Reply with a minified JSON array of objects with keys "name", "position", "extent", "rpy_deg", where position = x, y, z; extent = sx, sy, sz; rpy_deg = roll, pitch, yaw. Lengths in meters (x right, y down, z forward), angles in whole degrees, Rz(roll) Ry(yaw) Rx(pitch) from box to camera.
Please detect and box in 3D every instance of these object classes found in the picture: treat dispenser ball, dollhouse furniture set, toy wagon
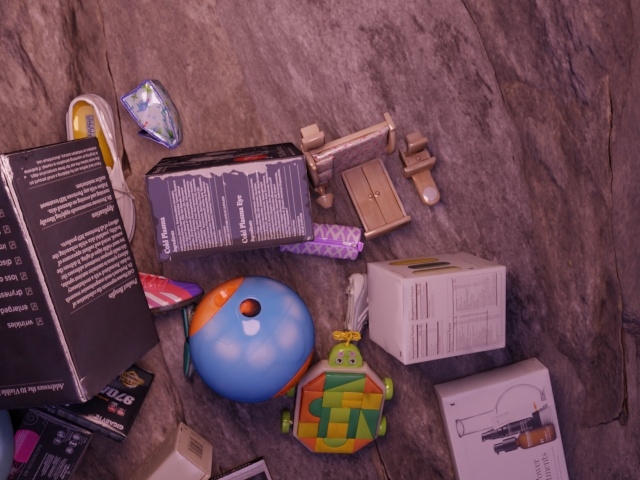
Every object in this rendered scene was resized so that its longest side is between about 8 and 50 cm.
[{"name":"treat dispenser ball","position":[-0.155,0.224,1.559],"extent":[0.288,0.288,0.288],"rpy_deg":[-1,101,-6]},{"name":"dollhouse furniture set","position":[0.134,-0.145,1.467],"extent":[0.303,0.355,0.174],"rpy_deg":[-22,75,-3]},{"name":"toy wagon","position":[0.044,0.382,1.693],"extent":[0.267,0.068,0.345],"rpy_deg":[4,117,-7]}]

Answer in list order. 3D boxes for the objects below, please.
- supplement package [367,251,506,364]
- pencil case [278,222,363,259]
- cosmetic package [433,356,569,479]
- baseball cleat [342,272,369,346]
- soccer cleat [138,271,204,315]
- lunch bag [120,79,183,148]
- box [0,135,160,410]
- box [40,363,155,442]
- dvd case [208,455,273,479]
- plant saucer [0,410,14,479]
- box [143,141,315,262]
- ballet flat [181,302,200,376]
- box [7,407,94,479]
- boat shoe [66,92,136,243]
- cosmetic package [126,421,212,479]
[{"name":"supplement package","position":[0.270,0.150,1.611],"extent":[0.262,0.199,0.198],"rpy_deg":[-6,101,-19]},{"name":"pencil case","position":[0.000,0.000,1.636],"extent":[0.206,0.088,0.086],"rpy_deg":[5,107,-6]},{"name":"cosmetic package","position":[0.477,0.526,1.787],"extent":[0.284,0.097,0.377],"rpy_deg":[-15,102,0]},{"name":"baseball cleat","position":[0.110,0.183,1.693],"extent":[0.109,0.072,0.206],"rpy_deg":[1,104,-13]},{"name":"soccer cleat","position":[-0.436,0.117,1.605],"extent":[0.318,0.108,0.117],"rpy_deg":[-7,98,-2]},{"name":"lunch bag","position":[-0.362,-0.275,1.522],"extent":[0.096,0.129,0.151],"rpy_deg":[-35,104,6]},{"name":"box","position":[-0.657,0.076,1.398],"extent":[0.479,0.297,0.472],"rpy_deg":[-9,102,20]},{"name":"box","position":[-0.525,0.349,1.607],"extent":[0.220,0.175,0.051],"rpy_deg":[28,136,-11]},{"name":"dvd case","position":[-0.190,0.699,1.768],"extent":[0.179,0.029,0.239],"rpy_deg":[-21,101,-10]},{"name":"plant saucer","position":[-0.844,0.467,1.578],"extent":[0.317,0.043,0.318],"rpy_deg":[-2,86,20]},{"name":"box","position":[-0.190,-0.095,1.466],"extent":[0.312,0.343,0.179],"rpy_deg":[-9,103,-5]},{"name":"ballet flat","position":[-0.302,0.241,1.664],"extent":[0.070,0.070,0.189],"rpy_deg":[0,104,-6]},{"name":"box","position":[-0.652,0.501,1.633],"extent":[0.163,0.142,0.247],"rpy_deg":[27,98,-12]},{"name":"boat shoe","position":[-0.494,-0.142,1.519],"extent":[0.135,0.156,0.367],"rpy_deg":[-5,101,-5]},{"name":"cosmetic package","position":[-0.408,0.616,1.674],"extent":[0.113,0.160,0.309],"rpy_deg":[41,95,-12]}]
